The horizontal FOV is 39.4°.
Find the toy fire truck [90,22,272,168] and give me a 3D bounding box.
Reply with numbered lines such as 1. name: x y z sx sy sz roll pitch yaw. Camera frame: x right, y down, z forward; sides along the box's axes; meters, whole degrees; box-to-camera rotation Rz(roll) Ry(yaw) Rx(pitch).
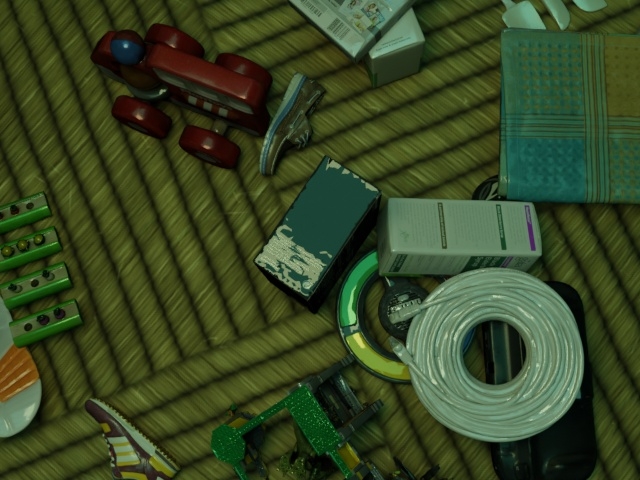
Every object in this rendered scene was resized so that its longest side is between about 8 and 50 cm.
1. toy fire truck: -0.216 -0.248 1.383 0.302 0.254 0.170 23 83 5

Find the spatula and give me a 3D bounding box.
1. spatula: 0.351 -0.454 1.515 0.168 0.019 0.242 -32 82 -2

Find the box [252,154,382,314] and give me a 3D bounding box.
1. box: 0.000 0.000 1.334 0.103 0.261 0.184 36 83 7

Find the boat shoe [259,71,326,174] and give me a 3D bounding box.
1. boat shoe: -0.045 -0.185 1.463 0.066 0.066 0.183 21 83 4

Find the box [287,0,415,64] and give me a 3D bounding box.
1. box: 0.064 -0.383 1.348 0.145 0.038 0.186 43 90 9

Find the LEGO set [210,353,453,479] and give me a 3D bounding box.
1. LEGO set: 0.016 0.335 1.356 0.331 0.192 0.255 48 115 11

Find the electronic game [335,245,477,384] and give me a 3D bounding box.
1. electronic game: 0.137 0.113 1.421 0.229 0.048 0.230 0 81 2

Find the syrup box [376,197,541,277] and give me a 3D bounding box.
1. syrup box: 0.211 -0.002 1.382 0.236 0.093 0.096 2 65 -9

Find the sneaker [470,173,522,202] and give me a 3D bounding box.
1. sneaker: 0.326 -0.092 1.430 0.188 0.078 0.067 -22 81 -1

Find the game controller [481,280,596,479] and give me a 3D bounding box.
1. game controller: 0.343 0.223 1.399 0.166 0.067 0.320 0 81 -13

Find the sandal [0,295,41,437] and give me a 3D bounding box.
1. sandal: -0.502 0.194 1.423 0.101 0.076 0.265 -21 60 -10

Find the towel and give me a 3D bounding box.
1. towel: 0.457 -0.188 1.379 0.369 0.040 0.272 2 84 0

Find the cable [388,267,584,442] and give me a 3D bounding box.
1. cable: 0.257 0.169 1.330 0.257 0.089 0.257 -30 79 3

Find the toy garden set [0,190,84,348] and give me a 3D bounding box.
1. toy garden set: -0.509 0.053 1.414 0.203 0.049 0.244 -21 68 -7

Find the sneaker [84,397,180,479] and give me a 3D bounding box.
1. sneaker: -0.311 0.325 1.392 0.185 0.069 0.084 39 79 8

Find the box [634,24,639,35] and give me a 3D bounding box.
1. box: 0.582 -0.351 1.457 0.101 0.087 0.102 29 83 5

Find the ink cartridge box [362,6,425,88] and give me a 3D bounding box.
1. ink cartridge box: 0.087 -0.375 1.443 0.093 0.154 0.213 -19 82 1
